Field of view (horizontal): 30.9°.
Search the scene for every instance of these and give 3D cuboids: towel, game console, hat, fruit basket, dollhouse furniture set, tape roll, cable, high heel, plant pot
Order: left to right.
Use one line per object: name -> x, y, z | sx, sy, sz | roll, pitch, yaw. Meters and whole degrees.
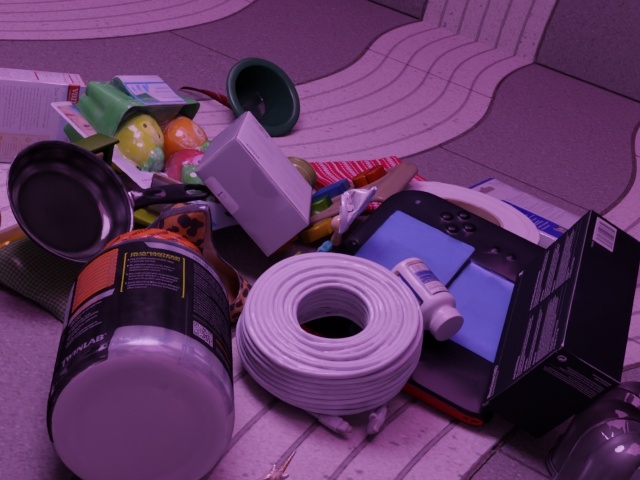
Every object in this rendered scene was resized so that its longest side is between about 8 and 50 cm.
dollhouse furniture set -> -0.348, -0.028, 1.718 | 0.198, 0.151, 0.301 | 23, 26, 18
fruit basket -> -0.248, -0.147, 2.008 | 0.353, 0.165, 0.327 | 35, 21, 18
high heel -> -0.135, 0.036, 1.621 | 0.261, 0.186, 0.093 | 26, 50, -32
hat -> -0.167, -0.288, 2.522 | 0.173, 0.183, 0.208 | -14, 78, -35
plant pot -> -0.055, -0.096, 2.078 | 0.083, 0.083, 0.079 | 16, 33, 4
cable -> 0.012, 0.122, 1.583 | 0.257, 0.089, 0.257 | 21, 44, 18
towel -> 0.105, -0.113, 2.286 | 0.275, 0.031, 0.199 | -6, 32, -37
game console -> 0.179, 0.082, 1.755 | 0.342, 0.060, 0.386 | 24, 44, 22
tape roll -> 0.238, -0.001, 2.039 | 0.286, 0.100, 0.286 | 12, 24, -6

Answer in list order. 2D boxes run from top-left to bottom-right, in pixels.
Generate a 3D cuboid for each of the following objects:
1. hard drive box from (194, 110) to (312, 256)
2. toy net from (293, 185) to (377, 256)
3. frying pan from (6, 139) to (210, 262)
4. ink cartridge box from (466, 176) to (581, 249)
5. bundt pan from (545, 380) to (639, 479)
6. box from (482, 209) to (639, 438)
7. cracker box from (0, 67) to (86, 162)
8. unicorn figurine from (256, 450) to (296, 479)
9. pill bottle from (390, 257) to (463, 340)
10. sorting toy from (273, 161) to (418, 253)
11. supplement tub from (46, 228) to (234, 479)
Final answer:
hard drive box -> -0.103, -0.098, 1.890 | 0.181, 0.089, 0.232 | 50, 11, -11
toy net -> 0.000, 0.000, 1.763 | 0.045, 0.232, 0.122 | 39, 22, 7
frying pan -> -0.322, -0.076, 1.683 | 0.197, 0.053, 0.326 | 52, 39, 0
ink cartridge box -> 0.429, -0.018, 2.218 | 0.333, 0.065, 0.165 | 28, 28, 25
bundt pan -> 0.470, 0.294, 1.508 | 0.331, 0.124, 0.331 | 12, 24, -6
box -> 0.336, 0.114, 1.597 | 0.103, 0.184, 0.261 | 33, 48, -11
cracker box -> -0.535, -0.217, 2.016 | 0.232, 0.155, 0.067 | 2, 26, -25
unicorn figurine -> -0.101, 0.289, 1.227 | 0.162, 0.111, 0.060 | 2, 27, -25
pill bottle -> 0.152, 0.086, 1.663 | 0.067, 0.067, 0.120 | -6, 43, -36
sorting toy -> 0.024, -0.064, 1.998 | 0.229, 0.041, 0.307 | -16, 13, 25
supplement tub -> -0.209, 0.130, 1.394 | 0.207, 0.207, 0.338 | 9, 25, -10
